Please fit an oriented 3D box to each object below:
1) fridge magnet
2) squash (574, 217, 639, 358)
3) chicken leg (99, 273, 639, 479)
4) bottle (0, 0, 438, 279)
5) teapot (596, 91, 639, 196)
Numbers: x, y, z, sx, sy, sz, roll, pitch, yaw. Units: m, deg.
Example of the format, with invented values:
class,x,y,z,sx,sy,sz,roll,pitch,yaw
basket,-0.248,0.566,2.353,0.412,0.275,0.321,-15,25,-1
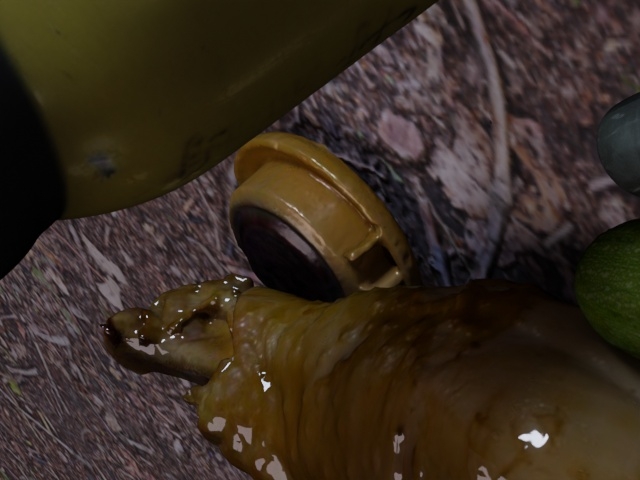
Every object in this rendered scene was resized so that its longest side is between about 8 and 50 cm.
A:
class,x,y,z,sx,sy,sz,roll,pitch,yaw
fridge magnet,0.000,0.000,1.015,0.143,0.063,0.143,37,154,21
squash,0.185,0.030,0.691,0.239,0.069,0.069,12,135,60
chicken leg,0.054,0.122,0.936,0.409,0.182,0.295,15,161,41
bottle,-0.082,-0.101,0.635,0.171,0.351,0.171,42,155,25
teapot,0.151,-0.050,0.677,0.043,0.043,0.111,53,154,-2
